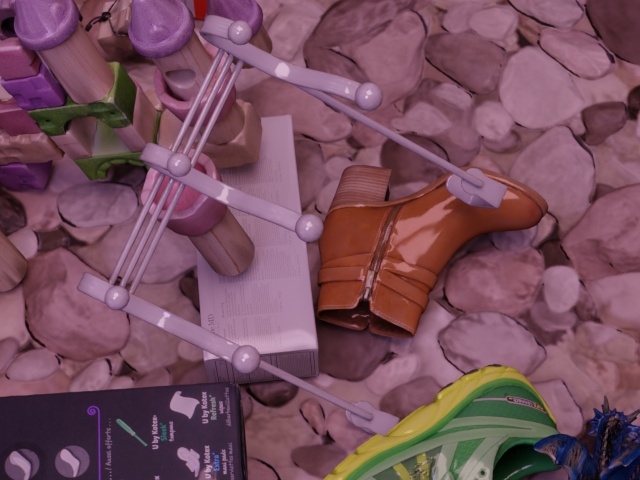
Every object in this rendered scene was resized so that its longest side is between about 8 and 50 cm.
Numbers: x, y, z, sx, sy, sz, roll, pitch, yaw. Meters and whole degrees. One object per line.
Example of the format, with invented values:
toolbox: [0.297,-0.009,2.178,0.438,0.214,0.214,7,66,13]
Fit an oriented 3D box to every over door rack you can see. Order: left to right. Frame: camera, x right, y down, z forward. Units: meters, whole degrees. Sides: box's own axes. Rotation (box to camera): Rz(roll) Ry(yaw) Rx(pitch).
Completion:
over door rack: [0.000,0.000,1.373,0.108,0.324,0.239,19,82,55]

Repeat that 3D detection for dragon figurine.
dragon figurine: [0.211,0.194,1.361,0.085,0.289,0.144,6,88,26]

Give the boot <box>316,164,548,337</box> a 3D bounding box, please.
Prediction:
boot: [0.095,0.015,1.539,0.197,0.073,0.152,3,58,15]

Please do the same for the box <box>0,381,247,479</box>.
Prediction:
box: [-0.190,0.211,1.364,0.270,0.165,0.143,-3,60,-3]

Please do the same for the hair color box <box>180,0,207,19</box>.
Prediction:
hair color box: [-0.133,-0.301,1.727,0.093,0.053,0.167,8,59,5]

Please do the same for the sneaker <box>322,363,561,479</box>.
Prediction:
sneaker: [0.080,0.214,1.399,0.295,0.109,0.123,-37,63,-20]

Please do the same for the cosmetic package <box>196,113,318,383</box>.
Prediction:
cosmetic package: [-0.061,0.007,1.544,0.098,0.060,0.239,-5,60,-3]

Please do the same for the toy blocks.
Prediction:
toy blocks: [-0.208,-0.148,1.478,0.288,0.260,0.309,-5,59,19]
